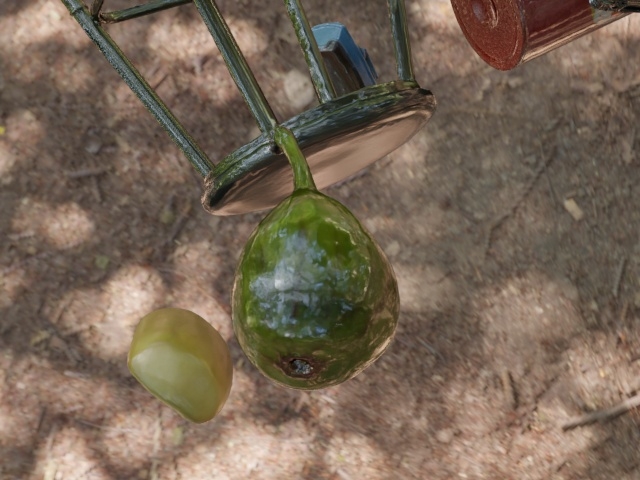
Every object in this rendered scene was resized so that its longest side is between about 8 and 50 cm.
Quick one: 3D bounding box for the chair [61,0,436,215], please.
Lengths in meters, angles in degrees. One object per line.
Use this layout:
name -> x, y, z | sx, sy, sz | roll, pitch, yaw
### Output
chair -> -0.071, -0.271, 1.353 | 0.361, 0.364, 0.410 | -21, 83, -28

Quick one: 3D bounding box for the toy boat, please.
toy boat -> 0.046, -0.244, 1.746 | 0.100, 0.223, 0.097 | 0, 42, 33

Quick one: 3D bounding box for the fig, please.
fig -> 0.000, 0.000, 0.985 | 0.151, 0.151, 0.259 | -7, 55, 19

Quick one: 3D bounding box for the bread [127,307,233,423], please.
bread -> -0.174, 0.149, 1.441 | 0.147, 0.217, 0.098 | 36, 92, -13

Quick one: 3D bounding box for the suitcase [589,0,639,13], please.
suitcase -> 0.304, -0.289, 1.103 | 0.086, 0.059, 0.126 | -1, 76, -17

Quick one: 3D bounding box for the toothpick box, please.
toothpick box -> 0.379, -0.407, 1.652 | 0.333, 0.204, 0.204 | -26, 63, -15
